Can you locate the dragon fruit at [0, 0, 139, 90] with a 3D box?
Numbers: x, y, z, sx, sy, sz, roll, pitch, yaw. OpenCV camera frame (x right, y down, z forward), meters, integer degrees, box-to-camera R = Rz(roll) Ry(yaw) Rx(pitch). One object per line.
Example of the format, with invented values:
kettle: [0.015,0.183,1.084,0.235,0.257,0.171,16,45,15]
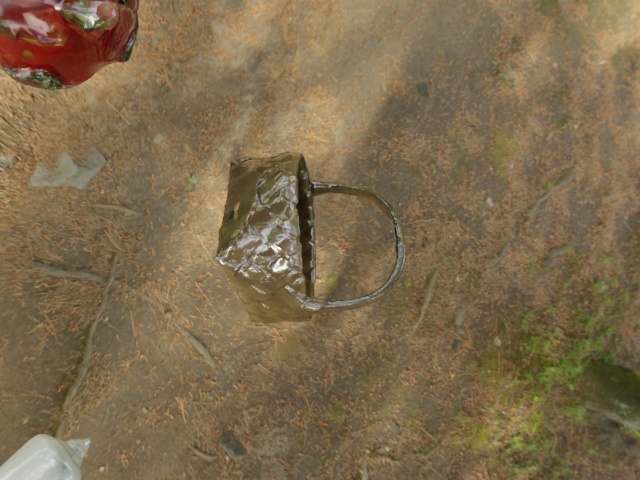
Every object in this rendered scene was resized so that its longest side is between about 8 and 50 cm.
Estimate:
dragon fruit: [-0.290,-0.245,0.335,0.269,0.200,0.198,32,75,-29]

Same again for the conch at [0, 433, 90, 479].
conch: [-0.363,0.309,0.479,0.176,0.094,0.104,-31,82,-46]

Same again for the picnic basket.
picnic basket: [0.000,0.000,0.751,0.338,0.337,0.292,15,54,-21]
